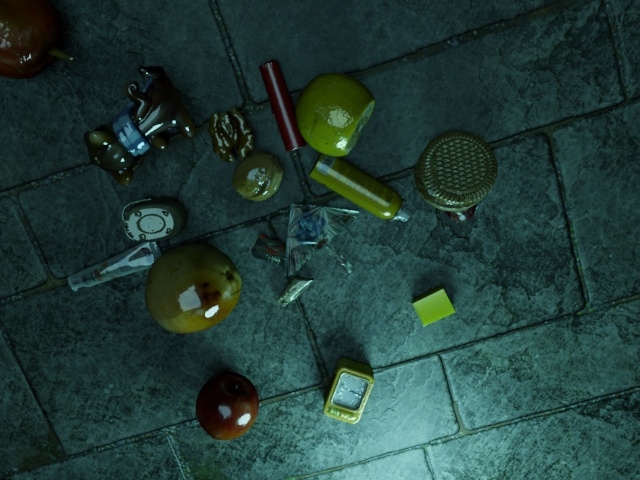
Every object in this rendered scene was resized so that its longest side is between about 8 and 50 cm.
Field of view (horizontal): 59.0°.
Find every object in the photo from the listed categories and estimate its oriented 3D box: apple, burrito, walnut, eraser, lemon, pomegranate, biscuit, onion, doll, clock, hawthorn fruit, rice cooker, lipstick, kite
[{"bbox_3d":[-0.322,0.573,1.965,0.218,0.218,0.201,33,109,-7],"label":"apple"},{"bbox_3d":[-0.090,0.168,1.941,0.149,0.041,0.055,-43,113,8],"label":"burrito"},{"bbox_3d":[-0.196,-0.200,1.794,0.166,0.149,0.166,-21,136,-22],"label":"walnut"},{"bbox_3d":[0.386,0.224,1.940,0.122,0.045,0.097,-28,102,10],"label":"eraser"},{"bbox_3d":[0.030,-0.386,1.697,0.219,0.240,0.240,31,104,7],"label":"lemon"},{"bbox_3d":[-0.419,0.153,1.815,0.319,0.319,0.319,0,105,1],"label":"pomegranate"},{"bbox_3d":[0.419,-0.216,1.765,0.259,0.079,0.259,-1,76,3],"label":"biscuit"},{"bbox_3d":[0.452,-0.114,1.829,0.107,0.097,0.107,25,129,36],"label":"onion"},{"bbox_3d":[-0.558,-0.348,1.716,0.340,0.318,0.209,-43,59,-8],"label":"doll"},{"bbox_3d":[-0.279,-0.334,1.800,0.143,0.069,0.170,-12,103,6],"label":"walnut"},{"bbox_3d":[0.099,0.533,2.005,0.143,0.096,0.202,18,104,0],"label":"clock"},{"bbox_3d":[-0.881,-0.602,1.653,0.330,0.287,0.287,24,104,-11],"label":"hawthorn fruit"},{"bbox_3d":[-0.545,-0.065,1.849,0.206,0.127,0.145,-7,104,-5],"label":"rice cooker"},{"bbox_3d":[-0.120,-0.421,1.773,0.073,0.073,0.279,-17,104,6],"label":"lipstick"},{"bbox_3d":[0.000,0.000,1.867,0.335,0.011,0.314,-42,106,-4],"label":"kite"}]

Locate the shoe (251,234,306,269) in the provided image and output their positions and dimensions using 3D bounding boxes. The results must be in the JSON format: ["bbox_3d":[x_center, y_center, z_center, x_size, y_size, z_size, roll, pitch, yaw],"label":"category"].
[{"bbox_3d":[-0.134,0.039,1.896,0.194,0.074,0.077,19,61,-16],"label":"shoe"}]

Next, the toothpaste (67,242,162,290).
[{"bbox_3d":[-0.696,0.090,1.929,0.323,0.066,0.100,-21,106,2],"label":"toothpaste"}]

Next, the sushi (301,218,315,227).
[{"bbox_3d":[-0.051,-0.051,1.879,0.083,0.046,0.044,-10,105,4],"label":"sushi"}]

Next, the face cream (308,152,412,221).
[{"bbox_3d":[0.136,-0.164,1.815,0.349,0.105,0.105,29,104,-6],"label":"face cream"}]
